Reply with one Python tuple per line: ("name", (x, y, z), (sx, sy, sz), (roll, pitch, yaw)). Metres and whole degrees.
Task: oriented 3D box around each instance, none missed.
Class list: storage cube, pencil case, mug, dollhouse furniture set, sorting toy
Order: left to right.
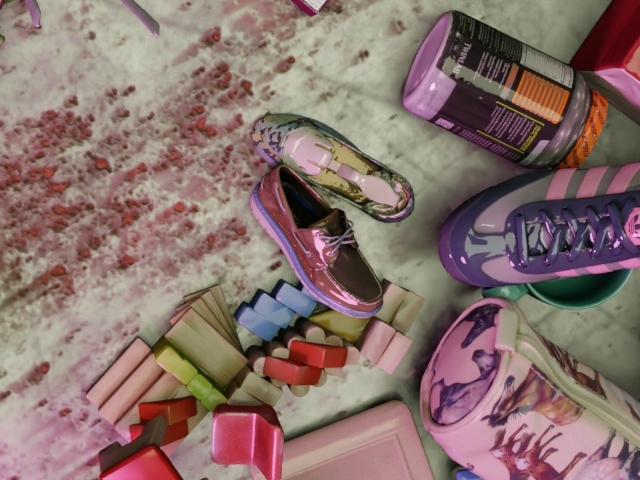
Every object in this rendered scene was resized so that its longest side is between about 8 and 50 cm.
("dollhouse furniture set", (-0.034, 0.325, 1.492), (0.201, 0.152, 0.374), (-32, 109, 5))
("sorting toy", (0.036, 0.288, 1.629), (0.347, 0.047, 0.196), (-20, 94, -7))
("mug", (0.243, 0.004, 1.606), (0.157, 0.097, 0.129), (-1, 96, -8))
("pencil case", (0.286, 0.221, 1.574), (0.410, 0.160, 0.183), (36, 131, -18))
("storage cube", (0.404, -0.199, 1.569), (0.215, 0.183, 0.193), (36, 90, -10))

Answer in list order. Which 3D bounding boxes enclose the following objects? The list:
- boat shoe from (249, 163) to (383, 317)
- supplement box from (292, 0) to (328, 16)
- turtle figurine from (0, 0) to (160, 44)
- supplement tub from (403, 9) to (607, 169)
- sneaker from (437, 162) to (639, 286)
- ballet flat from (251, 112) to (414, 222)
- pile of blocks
("boat shoe", (0.000, 0.000, 1.549), (0.183, 0.066, 0.066), (45, 52, 10))
("supplement box", (0.004, -0.275, 1.564), (0.043, 0.055, 0.083), (40, 89, -10))
("turtle figurine", (-0.274, -0.309, 1.451), (0.198, 0.274, 0.266), (-6, 93, -43))
("supplement tub", (0.191, -0.148, 1.574), (0.190, 0.117, 0.117), (25, 91, -11))
("sneaker", (0.277, -0.021, 1.492), (0.319, 0.131, 0.112), (-14, 98, -8))
("ballet flat", (0.019, -0.077, 1.581), (0.188, 0.070, 0.070), (25, 91, -10))
("pile of blocks", (-0.063, 0.113, 1.561), (0.362, 0.112, 0.149), (-23, 99, -7))
